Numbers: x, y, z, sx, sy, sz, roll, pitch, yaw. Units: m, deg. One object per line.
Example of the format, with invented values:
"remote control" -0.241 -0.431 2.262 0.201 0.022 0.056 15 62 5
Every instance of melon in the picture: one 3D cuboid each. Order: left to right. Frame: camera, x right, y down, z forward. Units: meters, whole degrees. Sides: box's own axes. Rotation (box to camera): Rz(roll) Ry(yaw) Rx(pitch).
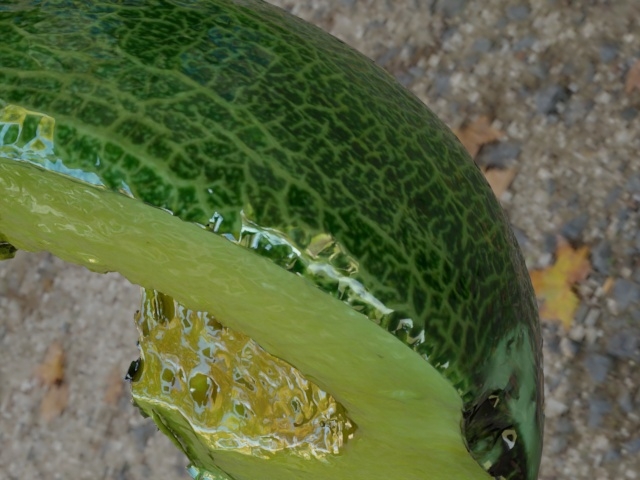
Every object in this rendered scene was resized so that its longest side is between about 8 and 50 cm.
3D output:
"melon" 0.000 0.000 0.418 0.169 0.265 0.129 13 63 26
